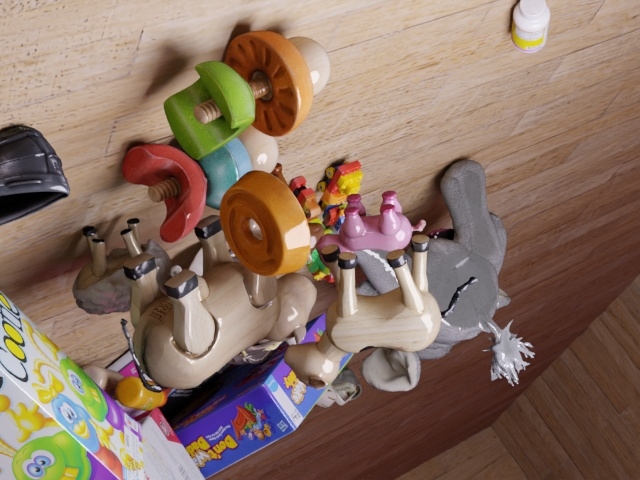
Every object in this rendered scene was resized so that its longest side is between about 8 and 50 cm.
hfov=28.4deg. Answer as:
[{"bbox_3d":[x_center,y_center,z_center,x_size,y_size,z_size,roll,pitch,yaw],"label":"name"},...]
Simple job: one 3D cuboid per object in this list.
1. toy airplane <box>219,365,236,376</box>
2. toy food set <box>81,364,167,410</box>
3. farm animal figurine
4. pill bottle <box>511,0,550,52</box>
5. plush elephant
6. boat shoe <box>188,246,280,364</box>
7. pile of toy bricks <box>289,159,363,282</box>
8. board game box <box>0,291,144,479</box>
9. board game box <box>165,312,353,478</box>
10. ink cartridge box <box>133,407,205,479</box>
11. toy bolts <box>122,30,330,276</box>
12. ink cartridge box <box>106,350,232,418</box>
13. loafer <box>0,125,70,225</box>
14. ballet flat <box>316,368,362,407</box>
[{"bbox_3d":[-0.120,0.192,1.997,0.151,0.028,0.151,-33,169,-7],"label":"toy airplane"},{"bbox_3d":[-0.319,0.234,1.635,0.232,0.111,0.104,-39,161,4],"label":"toy food set"},{"bbox_3d":[-0.056,0.065,1.303,0.327,0.330,0.172,-21,119,-23],"label":"farm animal figurine"},{"bbox_3d":[0.249,-0.259,1.498,0.043,0.043,0.083,-33,161,-6],"label":"pill bottle"},{"bbox_3d":[0.152,0.080,1.860,0.272,0.330,0.255,-33,-179,-26],"label":"plush elephant"},{"bbox_3d":[-0.093,0.100,1.647,0.116,0.096,0.324,-64,164,-18],"label":"boat shoe"},{"bbox_3d":[0.000,0.000,1.613,0.118,0.105,0.212,-22,158,-32],"label":"pile of toy bricks"},{"bbox_3d":[-0.311,0.168,1.205,0.144,0.275,0.142,-38,-155,8],"label":"board game box"},{"bbox_3d":[-0.139,0.256,1.829,0.347,0.078,0.233,-33,-174,30],"label":"board game box"},{"bbox_3d":[-0.250,0.324,1.644,0.127,0.128,0.176,-30,-173,12],"label":"ink cartridge box"},{"bbox_3d":[-0.060,-0.074,1.226,0.158,0.218,0.228,-28,179,-36],"label":"toy bolts"},{"bbox_3d":[-0.234,0.196,1.772,0.371,0.069,0.176,-41,161,10],"label":"ink cartridge box"},{"bbox_3d":[-0.320,-0.020,1.068,0.223,0.078,0.076,-29,160,-17],"label":"loafer"},{"bbox_3d":[0.017,0.281,2.383,0.072,0.068,0.213,-43,159,22],"label":"ballet flat"}]
